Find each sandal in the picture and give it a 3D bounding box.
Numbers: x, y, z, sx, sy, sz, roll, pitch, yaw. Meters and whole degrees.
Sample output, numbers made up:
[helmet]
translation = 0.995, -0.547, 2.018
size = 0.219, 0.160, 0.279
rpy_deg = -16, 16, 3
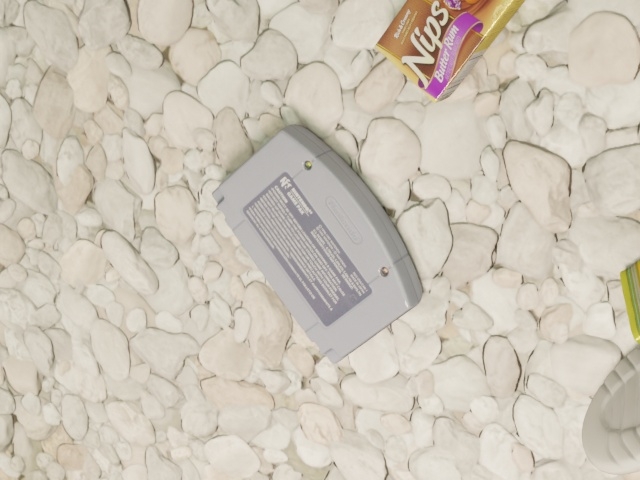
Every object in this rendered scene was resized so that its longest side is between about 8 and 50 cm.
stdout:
[sandal]
translation = 0.466, 0.152, 1.608
size = 0.102, 0.169, 0.416
rpy_deg = 30, 127, -19

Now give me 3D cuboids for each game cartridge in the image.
[game cartridge]
translation = 0.000, 0.000, 1.880
size = 0.196, 0.060, 0.294
rpy_deg = -39, 84, 38

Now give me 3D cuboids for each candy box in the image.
[candy box]
translation = 0.161, -0.271, 1.692
size = 0.109, 0.053, 0.186
rpy_deg = 45, 122, 11

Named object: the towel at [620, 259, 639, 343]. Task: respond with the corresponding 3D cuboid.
[towel]
translation = 0.449, 0.028, 1.600
size = 0.237, 0.021, 0.102
rpy_deg = -33, 43, 34
